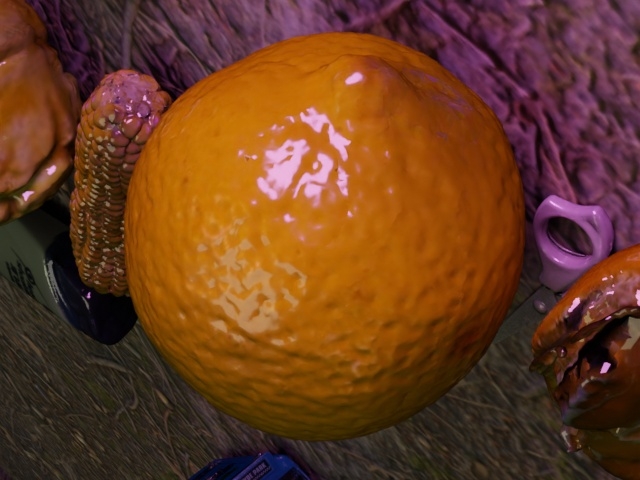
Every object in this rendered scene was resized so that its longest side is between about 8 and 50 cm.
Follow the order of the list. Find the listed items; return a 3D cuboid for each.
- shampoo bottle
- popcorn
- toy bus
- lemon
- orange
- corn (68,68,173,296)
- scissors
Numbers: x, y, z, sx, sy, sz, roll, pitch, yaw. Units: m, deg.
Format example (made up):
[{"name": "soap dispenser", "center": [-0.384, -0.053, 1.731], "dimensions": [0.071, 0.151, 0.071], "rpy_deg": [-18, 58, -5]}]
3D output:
[{"name": "shampoo bottle", "center": [-0.358, -0.006, 1.285], "dimensions": [0.359, 0.078, 0.134], "rpy_deg": [29, 143, 32]}, {"name": "popcorn", "center": [-0.312, -0.117, 0.942], "dimensions": [0.184, 0.204, 0.221], "rpy_deg": [-2, 102, 66]}, {"name": "toy bus", "center": [-0.084, 0.322, 1.281], "dimensions": [0.134, 0.113, 0.246], "rpy_deg": [56, 153, -3]}, {"name": "lemon", "center": [0.003, -0.003, 0.625], "dimensions": [0.228, 0.228, 0.253], "rpy_deg": [47, 151, 1]}, {"name": "orange", "center": [0.184, 0.061, 0.564], "dimensions": [0.160, 0.112, 0.170], "rpy_deg": [24, 154, -12]}, {"name": "corn", "center": [-0.172, -0.044, 0.950], "dimensions": [0.101, 0.101, 0.291], "rpy_deg": [42, 153, 12]}, {"name": "scissors", "center": [0.148, 0.036, 0.695], "dimensions": [0.100, 0.015, 0.189], "rpy_deg": [47, 154, 5]}]
